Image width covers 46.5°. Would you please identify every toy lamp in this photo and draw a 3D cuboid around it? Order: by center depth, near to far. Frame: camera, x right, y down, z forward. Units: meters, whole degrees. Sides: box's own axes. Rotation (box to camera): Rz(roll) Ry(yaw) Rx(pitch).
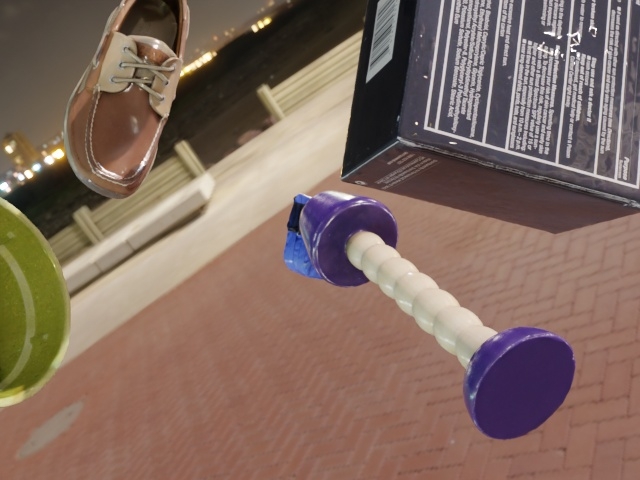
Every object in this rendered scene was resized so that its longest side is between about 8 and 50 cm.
[{"bbox_3d":[0.058,0.032,0.529,0.080,0.080,0.274,-36,32,-6],"label":"toy lamp"}]

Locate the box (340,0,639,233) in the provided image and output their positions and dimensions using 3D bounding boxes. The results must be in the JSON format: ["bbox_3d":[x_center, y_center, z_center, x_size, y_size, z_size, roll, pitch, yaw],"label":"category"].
[{"bbox_3d":[0.202,-0.186,0.831,0.183,0.294,0.296,153,128,-71],"label":"box"}]

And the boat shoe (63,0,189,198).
[{"bbox_3d":[-0.233,-0.204,0.922,0.116,0.123,0.324,-39,42,49],"label":"boat shoe"}]

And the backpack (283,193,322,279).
[{"bbox_3d":[0.000,0.000,1.128,0.101,0.098,0.120,21,96,53],"label":"backpack"}]

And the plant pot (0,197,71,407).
[{"bbox_3d":[-0.504,0.100,0.923,0.254,0.276,0.276,-20,20,24],"label":"plant pot"}]
